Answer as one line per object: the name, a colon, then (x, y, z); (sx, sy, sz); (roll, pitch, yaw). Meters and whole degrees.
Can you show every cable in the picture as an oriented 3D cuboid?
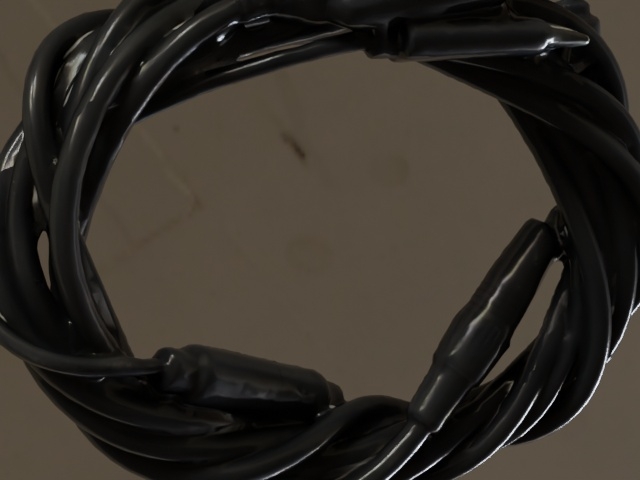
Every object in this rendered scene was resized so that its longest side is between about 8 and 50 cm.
cable: (0.000, 0.000, 0.480); (0.184, 0.047, 0.150); (-16, -67, -21)
